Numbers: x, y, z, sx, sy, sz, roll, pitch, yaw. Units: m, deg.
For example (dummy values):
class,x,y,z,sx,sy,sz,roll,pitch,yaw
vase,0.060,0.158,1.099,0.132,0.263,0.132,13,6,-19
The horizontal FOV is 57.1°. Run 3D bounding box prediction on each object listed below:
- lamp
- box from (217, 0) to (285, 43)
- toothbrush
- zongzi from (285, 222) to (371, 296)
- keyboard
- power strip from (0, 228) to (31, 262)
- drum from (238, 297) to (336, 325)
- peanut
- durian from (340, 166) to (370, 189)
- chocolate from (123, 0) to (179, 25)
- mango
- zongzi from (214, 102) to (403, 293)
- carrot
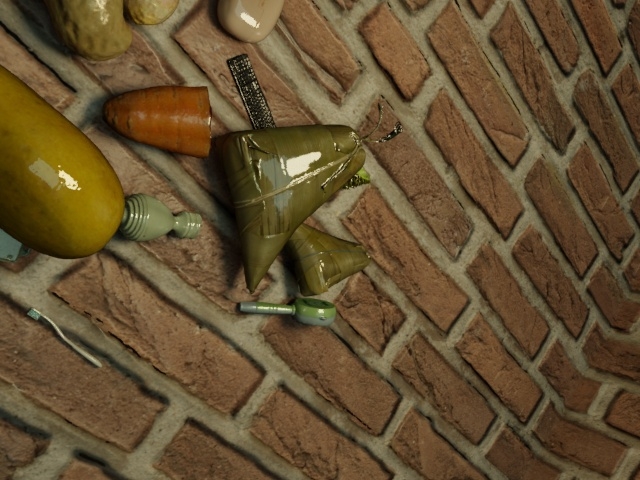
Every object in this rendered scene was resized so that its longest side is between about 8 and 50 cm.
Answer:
class,x,y,z,sx,sy,sz,roll,pitch,yaw
lamp,-0.358,-0.043,1.304,0.193,0.106,0.106,12,91,-44
box,-0.156,-0.559,1.357,0.146,0.088,0.200,24,85,-35
toothbrush,-0.544,0.211,1.264,0.204,0.017,0.022,50,59,-29
zongzi,0.000,0.000,1.568,0.228,0.115,0.255,-25,86,-43
keyboard,-0.164,-0.353,1.430,0.060,0.018,0.195,-35,116,-28
power strip,-0.691,-0.023,1.106,0.272,0.052,0.078,19,87,-36
drum,-0.073,0.185,1.510,0.253,0.130,0.049,3,100,-35
peanut,-0.489,-0.520,1.091,0.192,0.170,0.387,-38,117,-17
durian,0.061,-0.196,1.589,0.215,0.086,0.100,30,47,-37
chocolate,-0.316,-0.587,1.218,0.134,0.134,0.309,26,81,-34
mango,-0.538,-0.153,1.034,0.220,0.301,0.445,-48,124,-17
zongzi,-0.011,-0.108,1.444,0.448,0.181,0.417,-10,103,-20
carrot,-0.345,-0.254,1.254,0.225,0.159,0.158,-3,99,-23
